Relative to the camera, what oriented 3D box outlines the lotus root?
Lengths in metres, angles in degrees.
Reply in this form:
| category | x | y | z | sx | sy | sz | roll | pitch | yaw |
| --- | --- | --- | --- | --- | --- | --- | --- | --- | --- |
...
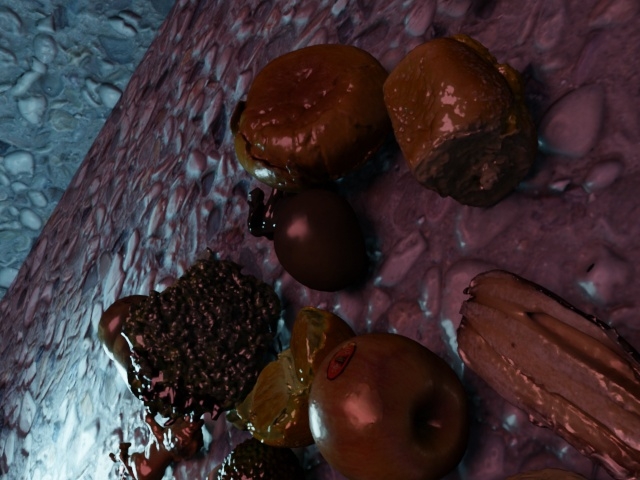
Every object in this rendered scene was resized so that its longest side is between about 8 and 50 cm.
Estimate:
| category | x | y | z | sx | sy | sz | roll | pitch | yaw |
| --- | --- | --- | --- | --- | --- | --- | --- | --- | --- |
| lotus root | 0.301 | 0.147 | 0.726 | 0.329 | 0.078 | 0.167 | 41 | 127 | 51 |

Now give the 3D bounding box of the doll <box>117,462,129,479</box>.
| category | x | y | z | sx | sy | sz | roll | pitch | yaw |
| --- | --- | --- | --- | --- | --- | --- | --- | --- | --- |
| doll | -0.473 | 0.559 | 1.493 | 0.114 | 0.039 | 0.057 | -48 | 10 | 39 |

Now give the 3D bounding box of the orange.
| category | x | y | z | sx | sy | sz | roll | pitch | yaw |
| --- | --- | --- | --- | --- | --- | --- | --- | --- | --- |
| orange | -0.015 | 0.229 | 0.998 | 0.237 | 0.158 | 0.179 | -57 | 25 | 11 |

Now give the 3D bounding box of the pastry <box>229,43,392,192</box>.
| category | x | y | z | sx | sy | sz | roll | pitch | yaw |
| --- | --- | --- | --- | --- | --- | --- | --- | --- | --- |
| pastry | -0.015 | -0.245 | 1.186 | 0.356 | 0.164 | 0.356 | -18 | 46 | 20 |

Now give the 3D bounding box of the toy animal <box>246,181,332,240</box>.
| category | x | y | z | sx | sy | sz | roll | pitch | yaw |
| --- | --- | --- | --- | --- | --- | --- | --- | --- | --- |
| toy animal | -0.079 | -0.077 | 1.278 | 0.245 | 0.114 | 0.146 | -5 | 65 | 53 |

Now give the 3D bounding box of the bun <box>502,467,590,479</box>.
| category | x | y | z | sx | sy | sz | roll | pitch | yaw |
| --- | --- | --- | --- | --- | --- | --- | --- | --- | --- |
| bun | 0.233 | 0.352 | 0.643 | 0.220 | 0.134 | 0.220 | -28 | 48 | 36 |

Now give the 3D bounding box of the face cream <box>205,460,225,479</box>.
| category | x | y | z | sx | sy | sz | roll | pitch | yaw |
| --- | --- | --- | --- | --- | --- | --- | --- | --- | --- |
| face cream | -0.227 | 0.544 | 1.122 | 0.067 | 0.139 | 0.285 | 32 | 99 | 19 |

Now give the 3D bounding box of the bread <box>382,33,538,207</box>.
| category | x | y | z | sx | sy | sz | roll | pitch | yaw |
| --- | --- | --- | --- | --- | --- | --- | --- | --- | --- |
| bread | 0.219 | -0.178 | 0.897 | 0.176 | 0.195 | 0.246 | -44 | 43 | 38 |

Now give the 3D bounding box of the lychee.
| category | x | y | z | sx | sy | sz | roll | pitch | yaw |
| --- | --- | --- | --- | --- | --- | --- | --- | --- | --- |
| lychee | -0.101 | 0.406 | 1.013 | 0.171 | 0.171 | 0.171 | -27 | 51 | 41 |

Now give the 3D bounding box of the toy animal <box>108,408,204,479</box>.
| category | x | y | z | sx | sy | sz | roll | pitch | yaw |
| --- | --- | --- | --- | --- | --- | --- | --- | --- | --- |
| toy animal | -0.354 | 0.462 | 1.356 | 0.312 | 0.097 | 0.157 | -49 | 46 | 24 |

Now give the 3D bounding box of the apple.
| category | x | y | z | sx | sy | sz | roll | pitch | yaw |
| --- | --- | --- | --- | --- | --- | --- | --- | --- | --- |
| apple | 0.091 | 0.229 | 0.827 | 0.188 | 0.211 | 0.211 | -9 | 64 | 51 |

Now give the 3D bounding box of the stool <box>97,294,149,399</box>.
| category | x | y | z | sx | sy | sz | roll | pitch | yaw |
| --- | --- | --- | --- | --- | --- | --- | --- | --- | --- |
| stool | -0.412 | 0.255 | 1.463 | 0.264 | 0.179 | 0.179 | 25 | 92 | 53 |

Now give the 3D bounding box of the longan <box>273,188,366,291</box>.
| category | x | y | z | sx | sy | sz | roll | pitch | yaw |
| --- | --- | --- | --- | --- | --- | --- | --- | --- | --- |
| longan | 0.000 | 0.000 | 1.089 | 0.189 | 0.189 | 0.189 | -27 | 51 | 41 |

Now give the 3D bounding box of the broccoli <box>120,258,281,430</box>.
| category | x | y | z | sx | sy | sz | roll | pitch | yaw |
| --- | --- | --- | --- | --- | --- | --- | --- | --- | --- |
| broccoli | -0.233 | 0.206 | 1.216 | 0.281 | 0.293 | 0.348 | 97 | 180 | -53 |

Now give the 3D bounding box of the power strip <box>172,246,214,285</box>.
| category | x | y | z | sx | sy | sz | roll | pitch | yaw |
| --- | --- | --- | --- | --- | --- | --- | --- | --- | --- |
| power strip | -0.348 | 0.111 | 1.586 | 0.253 | 0.027 | 0.060 | -44 | 43 | 28 |
